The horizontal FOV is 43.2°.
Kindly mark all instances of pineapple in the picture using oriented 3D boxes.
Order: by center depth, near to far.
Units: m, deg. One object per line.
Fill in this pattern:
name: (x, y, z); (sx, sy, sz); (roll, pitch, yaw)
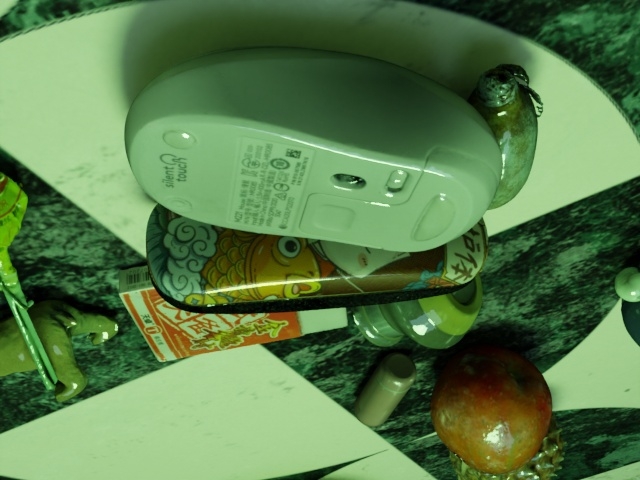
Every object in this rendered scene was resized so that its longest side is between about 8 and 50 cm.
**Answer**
pineapple: (0.302, 0.318, 1.258); (0.193, 0.166, 0.166); (1, 143, -32)

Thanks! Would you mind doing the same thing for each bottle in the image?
bottle: (0.089, 0.210, 1.127); (0.053, 0.053, 0.140); (2, 143, -18)

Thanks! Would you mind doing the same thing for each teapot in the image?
teapot: (0.112, 0.052, 0.879); (0.119, 0.130, 0.165); (-23, 177, 39)

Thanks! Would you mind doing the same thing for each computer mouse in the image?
computer mouse: (-0.002, -0.083, 0.652); (0.296, 0.121, 0.184); (9, 155, -1)

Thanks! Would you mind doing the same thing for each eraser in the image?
eraser: (-0.088, 0.065, 0.896); (0.230, 0.038, 0.157); (-11, 144, 0)

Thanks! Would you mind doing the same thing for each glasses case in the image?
glasses case: (0.000, 0.000, 0.758); (0.321, 0.122, 0.082); (-3, 144, -11)

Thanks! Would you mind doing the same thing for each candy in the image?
candy: (-0.287, 0.045, 0.749); (0.077, 0.073, 0.262); (1, 130, 10)

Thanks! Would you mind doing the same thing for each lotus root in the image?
lotus root: (0.152, -0.090, 0.710); (0.088, 0.088, 0.165); (-6, 142, -8)

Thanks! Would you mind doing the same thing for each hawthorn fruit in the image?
hawthorn fruit: (0.230, 0.222, 1.095); (0.173, 0.173, 0.173); (-8, 144, -6)

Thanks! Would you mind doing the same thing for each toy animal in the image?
toy animal: (-0.338, 0.120, 0.870); (0.218, 0.103, 0.101); (-18, 128, 11)

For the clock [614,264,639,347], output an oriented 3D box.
clock: (0.435, 0.046, 0.932); (0.199, 0.146, 0.243); (-13, 137, -5)
